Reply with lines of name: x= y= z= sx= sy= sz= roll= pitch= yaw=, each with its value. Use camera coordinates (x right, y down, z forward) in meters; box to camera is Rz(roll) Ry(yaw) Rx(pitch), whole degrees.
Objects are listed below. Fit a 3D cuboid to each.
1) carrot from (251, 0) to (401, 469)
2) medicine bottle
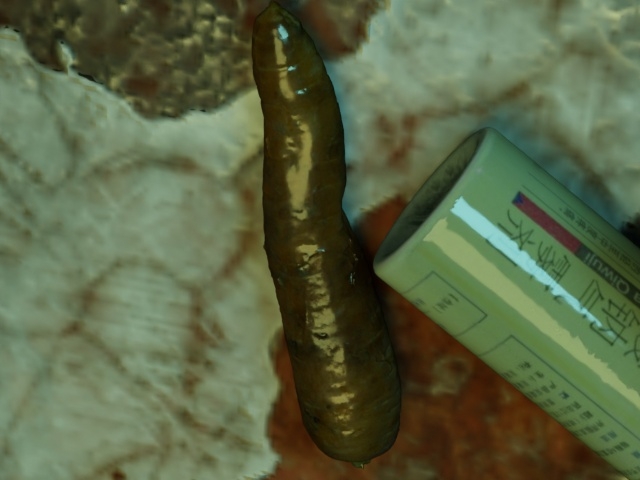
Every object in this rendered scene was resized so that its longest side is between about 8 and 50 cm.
carrot: x=-0.002 y=0.000 z=0.638 sx=0.036 sy=0.035 sz=0.165 roll=-4 pitch=115 yaw=19
medicine bottle: x=0.122 y=0.058 z=0.617 sx=0.231 sy=0.059 sz=0.059 roll=38 pitch=122 yaw=-7
